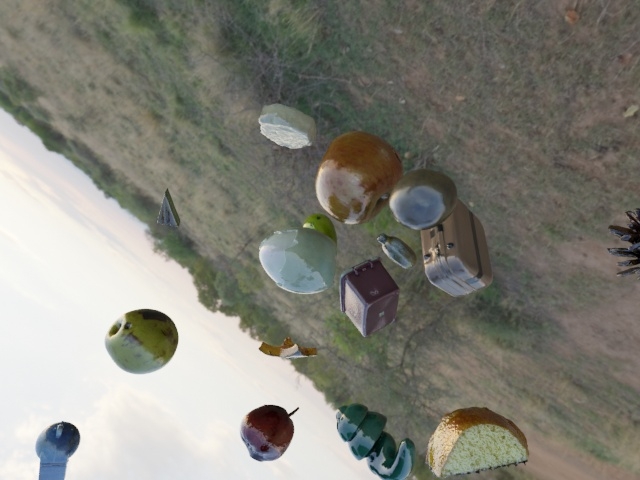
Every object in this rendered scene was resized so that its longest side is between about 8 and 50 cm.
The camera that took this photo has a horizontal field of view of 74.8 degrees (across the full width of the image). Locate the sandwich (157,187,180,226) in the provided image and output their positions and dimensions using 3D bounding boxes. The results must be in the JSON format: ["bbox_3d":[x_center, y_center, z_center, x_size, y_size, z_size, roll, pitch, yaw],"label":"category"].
[{"bbox_3d":[-0.524,-0.116,1.485,0.074,0.117,0.074,15,-159,-19],"label":"sandwich"}]

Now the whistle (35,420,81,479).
[{"bbox_3d":[-0.563,0.443,0.897,0.090,0.090,0.158,36,123,12],"label":"whistle"}]

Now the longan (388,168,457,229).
[{"bbox_3d":[0.283,-0.113,1.156,0.187,0.168,0.167,-12,132,44],"label":"longan"}]

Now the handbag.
[{"bbox_3d":[0.451,0.037,1.346,0.149,0.302,0.283,-30,127,35],"label":"handbag"}]

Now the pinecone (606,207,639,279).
[{"bbox_3d":[0.887,0.009,1.125,0.201,0.229,0.202,35,-163,9],"label":"pinecone"}]

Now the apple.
[{"bbox_3d":[0.153,-0.270,1.767,0.333,0.400,0.400,46,170,16],"label":"apple"}]

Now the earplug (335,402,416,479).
[{"bbox_3d":[0.160,0.630,1.325,0.280,0.164,0.257,34,169,19],"label":"earplug"}]

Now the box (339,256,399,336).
[{"bbox_3d":[0.195,0.226,1.628,0.168,0.193,0.294,52,160,36],"label":"box"}]

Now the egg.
[{"bbox_3d":[-0.093,0.081,1.759,0.335,0.279,0.278,9,171,-9],"label":"egg"}]

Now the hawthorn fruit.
[{"bbox_3d":[-0.194,0.787,1.746,0.210,0.265,0.231,36,142,51],"label":"hawthorn fruit"}]

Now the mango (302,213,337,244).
[{"bbox_3d":[0.000,0.000,2.040,0.175,0.294,0.142,-28,150,32],"label":"mango"}]

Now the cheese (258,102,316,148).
[{"bbox_3d":[-0.176,-0.590,2.181,0.326,0.115,0.317,24,167,-37],"label":"cheese"}]

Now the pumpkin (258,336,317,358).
[{"bbox_3d":[-0.150,0.564,2.176,0.258,0.095,0.290,-1,171,27],"label":"pumpkin"}]

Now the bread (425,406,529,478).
[{"bbox_3d":[0.384,0.493,1.048,0.129,0.259,0.134,63,-168,-83],"label":"bread"}]

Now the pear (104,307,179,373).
[{"bbox_3d":[-0.718,0.401,1.696,0.283,0.284,0.284,37,168,10],"label":"pear"}]

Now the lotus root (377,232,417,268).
[{"bbox_3d":[0.310,0.038,1.702,0.192,0.088,0.113,41,-173,-10],"label":"lotus root"}]
